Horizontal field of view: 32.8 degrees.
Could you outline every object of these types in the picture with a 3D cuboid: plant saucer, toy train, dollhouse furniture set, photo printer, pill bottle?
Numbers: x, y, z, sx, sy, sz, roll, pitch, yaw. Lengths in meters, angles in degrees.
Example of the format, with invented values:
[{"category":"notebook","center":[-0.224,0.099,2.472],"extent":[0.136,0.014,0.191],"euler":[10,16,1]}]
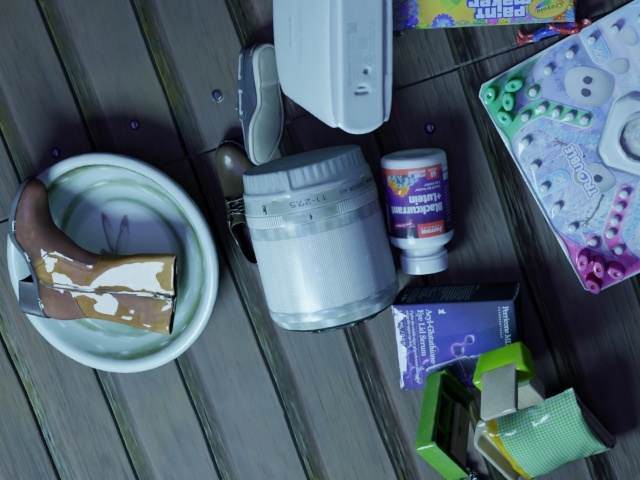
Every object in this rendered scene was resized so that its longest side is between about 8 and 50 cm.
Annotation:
[{"category":"plant saucer","center":[-0.358,0.033,1.939],"extent":[0.400,0.100,0.401],"euler":[4,106,14]},{"category":"toy train","center":[0.282,0.441,1.916],"extent":[0.036,0.027,0.158],"euler":[-41,91,24]},{"category":"dollhouse furniture set","center":[0.321,0.327,1.734],"extent":[0.197,0.151,0.301],"euler":[-24,126,32]},{"category":"photo printer","center":[0.008,-0.321,1.654],"extent":[0.107,0.307,0.256],"euler":[-8,113,-17]},{"category":"pill bottle","center":[0.161,-0.047,1.777],"extent":[0.108,0.108,0.194],"euler":[-4,103,16]}]

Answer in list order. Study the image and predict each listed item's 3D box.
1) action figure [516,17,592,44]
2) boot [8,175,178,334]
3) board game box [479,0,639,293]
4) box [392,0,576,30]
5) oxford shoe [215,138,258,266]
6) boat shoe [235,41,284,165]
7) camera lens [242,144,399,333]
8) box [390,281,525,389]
[{"category":"action figure","center":[0.363,-0.329,1.684],"extent":[0.115,0.038,0.030],"euler":[-6,115,20]},{"category":"boot","center":[-0.381,0.027,1.841],"extent":[0.280,0.096,0.264],"euler":[5,105,13]},{"category":"board game box","center":[0.503,-0.159,1.689],"extent":[0.389,0.050,0.390],"euler":[-28,96,19]},{"category":"box","center":[0.233,-0.461,1.613],"extent":[0.289,0.177,0.279],"euler":[0,104,14]},{"category":"oxford shoe","center":[-0.127,-0.064,1.856],"extent":[0.082,0.096,0.227],"euler":[-19,97,20]},{"category":"boat shoe","center":[-0.108,-0.232,1.832],"extent":[0.065,0.075,0.206],"euler":[17,112,41]},{"category":"camera lens","center":[0.000,0.000,1.773],"extent":[0.219,0.219,0.274],"euler":[-10,101,17]},{"category":"box","center":[0.234,0.158,1.812],"extent":[0.207,0.108,0.153],"euler":[-5,102,16]}]
